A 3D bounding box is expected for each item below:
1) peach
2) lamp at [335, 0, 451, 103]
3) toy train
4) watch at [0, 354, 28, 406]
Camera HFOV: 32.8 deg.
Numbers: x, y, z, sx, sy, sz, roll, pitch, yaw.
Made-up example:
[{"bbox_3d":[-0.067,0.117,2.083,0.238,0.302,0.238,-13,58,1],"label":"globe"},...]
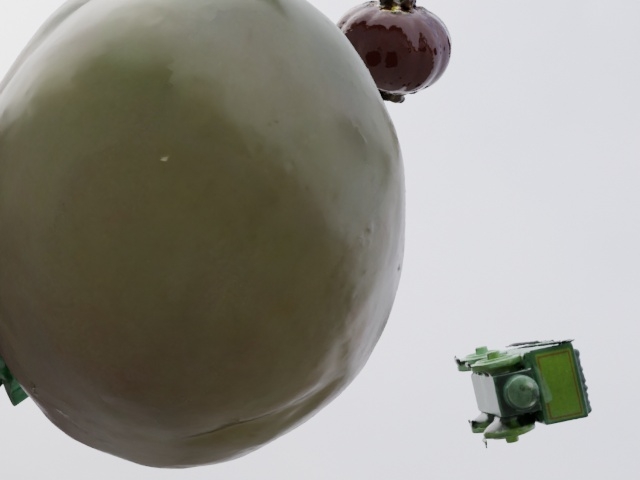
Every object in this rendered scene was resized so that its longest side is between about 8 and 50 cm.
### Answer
[{"bbox_3d":[-0.085,-0.012,0.631,0.247,0.292,0.292,14,-25,-41],"label":"peach"},{"bbox_3d":[0.057,-0.158,0.890,0.101,0.101,0.090,11,-70,19],"label":"lamp"},{"bbox_3d":[0.340,0.248,1.839,0.188,0.159,0.271,-12,-5,-4],"label":"toy train"},{"bbox_3d":[-0.358,0.112,1.015,0.131,0.152,0.165,45,-31,15],"label":"watch"}]
